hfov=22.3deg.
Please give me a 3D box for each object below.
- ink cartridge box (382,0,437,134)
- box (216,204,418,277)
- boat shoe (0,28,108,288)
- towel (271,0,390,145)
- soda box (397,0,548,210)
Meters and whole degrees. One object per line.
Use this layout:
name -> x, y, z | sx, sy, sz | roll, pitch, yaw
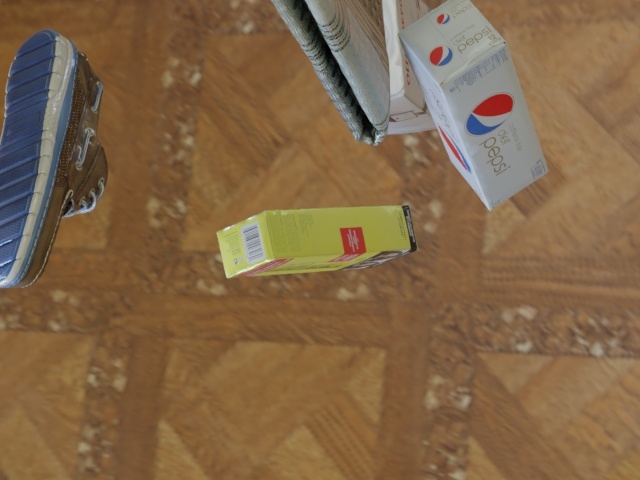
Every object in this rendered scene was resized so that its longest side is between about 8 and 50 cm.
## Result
ink cartridge box -> 0.077, -0.205, 1.811 | 0.082, 0.191, 0.139 | -8, 81, 19
box -> 0.000, 0.000, 1.815 | 0.087, 0.232, 0.058 | -21, 77, 42
boat shoe -> -0.172, -0.047, 1.052 | 0.066, 0.066, 0.183 | -14, 58, 40
towel -> 0.000, -0.286, 1.360 | 0.056, 0.324, 0.312 | -10, 62, 16
soda box -> 0.137, -0.118, 1.423 | 0.069, 0.216, 0.074 | -33, 57, -2
